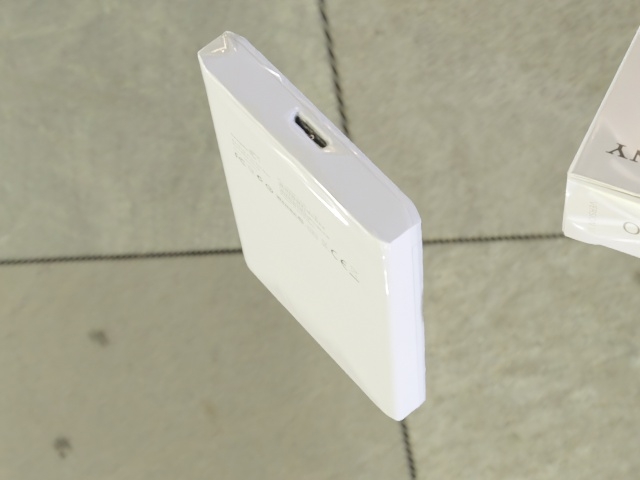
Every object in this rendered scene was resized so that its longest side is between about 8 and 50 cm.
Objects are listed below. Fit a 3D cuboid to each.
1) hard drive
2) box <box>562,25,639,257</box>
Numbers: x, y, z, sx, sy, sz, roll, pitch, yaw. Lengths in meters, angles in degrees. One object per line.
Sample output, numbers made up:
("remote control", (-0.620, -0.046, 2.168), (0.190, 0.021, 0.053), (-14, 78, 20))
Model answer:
("hard drive", (0.000, 0.000, 1.214), (0.203, 0.040, 0.307), (46, 164, 23))
("box", (0.279, -0.102, 0.753), (0.232, 0.322, 0.058), (20, 154, 18))
